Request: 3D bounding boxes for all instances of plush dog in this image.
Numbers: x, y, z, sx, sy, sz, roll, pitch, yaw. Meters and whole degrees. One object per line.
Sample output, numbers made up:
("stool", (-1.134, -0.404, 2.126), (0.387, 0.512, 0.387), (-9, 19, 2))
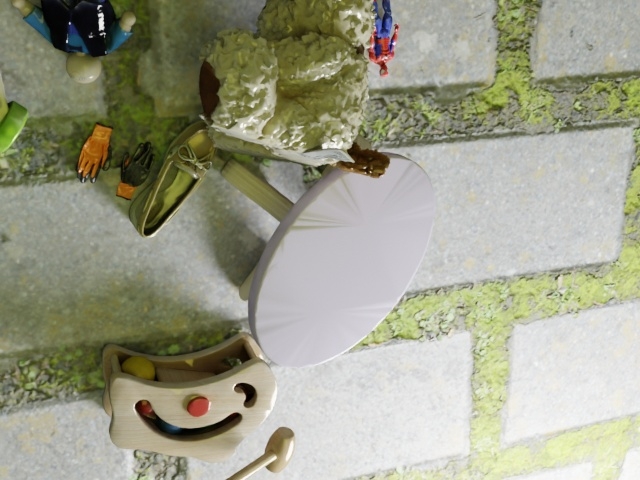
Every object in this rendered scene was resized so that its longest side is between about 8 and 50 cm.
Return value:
("plush dog", (-0.007, -0.196, 0.986), (0.210, 0.262, 0.225), (14, 87, -2))

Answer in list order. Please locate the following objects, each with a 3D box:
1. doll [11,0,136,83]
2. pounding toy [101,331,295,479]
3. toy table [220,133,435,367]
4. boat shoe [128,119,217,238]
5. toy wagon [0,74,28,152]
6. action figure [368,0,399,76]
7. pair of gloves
("doll", (-0.254, -0.238, 0.954), (0.129, 0.046, 0.189), (6, 142, 3))
("pounding toy", (-0.133, 0.207, 1.151), (0.269, 0.155, 0.154), (16, 108, -27))
("toy table", (0.000, 0.000, 1.122), (0.274, 0.161, 0.252), (-44, 119, -2))
("boat shoe", (-0.166, -0.070, 1.089), (0.056, 0.048, 0.153), (38, 93, -30))
("toy wagon", (-0.479, -0.104, 0.937), (0.267, 0.068, 0.344), (35, 95, -29))
("action figure", (0.075, -0.254, 1.128), (0.038, 0.030, 0.115), (-14, 117, -22))
("pair of gloves", (-0.235, -0.089, 1.075), (0.083, 0.010, 0.074), (22, 101, -29))
